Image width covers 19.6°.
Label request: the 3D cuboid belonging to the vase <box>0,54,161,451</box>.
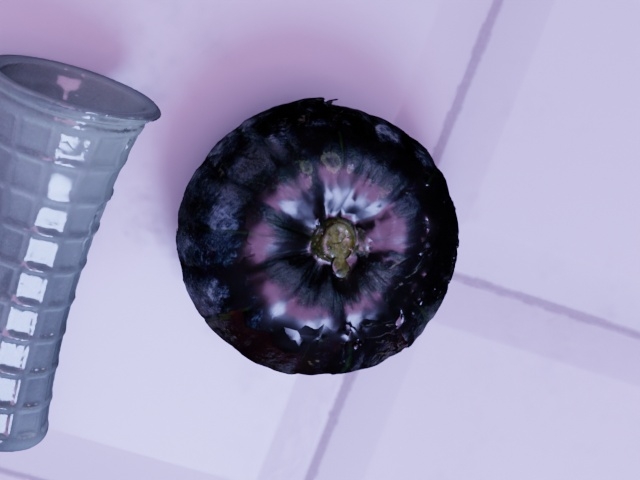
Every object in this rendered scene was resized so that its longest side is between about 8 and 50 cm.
[{"bbox_3d":[-0.236,0.014,1.484,0.143,0.143,0.298,14,106,-15],"label":"vase"}]

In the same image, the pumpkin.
[{"bbox_3d":[0.000,0.000,1.509,0.233,0.163,0.233,-1,95,-13],"label":"pumpkin"}]
